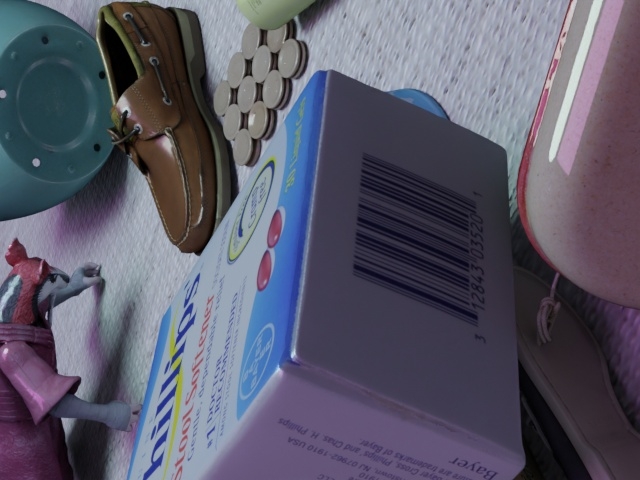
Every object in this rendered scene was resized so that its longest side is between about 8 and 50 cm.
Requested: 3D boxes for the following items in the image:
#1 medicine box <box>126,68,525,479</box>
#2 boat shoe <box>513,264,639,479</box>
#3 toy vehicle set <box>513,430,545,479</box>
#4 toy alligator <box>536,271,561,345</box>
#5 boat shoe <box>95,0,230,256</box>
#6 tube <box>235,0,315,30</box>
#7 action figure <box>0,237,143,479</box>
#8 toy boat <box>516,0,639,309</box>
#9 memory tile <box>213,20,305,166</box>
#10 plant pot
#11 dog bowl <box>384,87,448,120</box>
[{"bbox_3d":[-0.009,0.089,0.791,0.289,0.149,0.263,-54,20,39],"label":"medicine box"},{"bbox_3d":[0.144,0.107,0.746,0.065,0.075,0.206,-53,48,36],"label":"boat shoe"},{"bbox_3d":[0.074,0.194,0.763,0.166,0.035,0.267,-55,21,18],"label":"toy vehicle set"},{"bbox_3d":[0.163,-0.026,0.746,0.051,0.056,0.189,1,70,16],"label":"toy alligator"},{"bbox_3d":[-0.173,-0.117,1.263,0.110,0.104,0.307,-50,45,43],"label":"boat shoe"},{"bbox_3d":[0.018,-0.257,1.029,0.070,0.062,0.240,50,137,-9],"label":"tube"},{"bbox_3d":[-0.360,0.164,1.392,0.248,0.276,0.370,-129,39,-56],"label":"action figure"},{"bbox_3d":[0.191,-0.080,0.666,0.151,0.151,0.231,-85,10,-75],"label":"toy boat"},{"bbox_3d":[-0.060,-0.154,1.175,0.148,0.012,0.113,-59,40,35],"label":"memory tile"},{"bbox_3d":[-0.379,-0.158,1.452,0.235,0.293,0.293,2,87,44],"label":"plant pot"},{"bbox_3d":[0.000,0.000,0.996,0.297,0.074,0.166,-54,43,41],"label":"dog bowl"}]
